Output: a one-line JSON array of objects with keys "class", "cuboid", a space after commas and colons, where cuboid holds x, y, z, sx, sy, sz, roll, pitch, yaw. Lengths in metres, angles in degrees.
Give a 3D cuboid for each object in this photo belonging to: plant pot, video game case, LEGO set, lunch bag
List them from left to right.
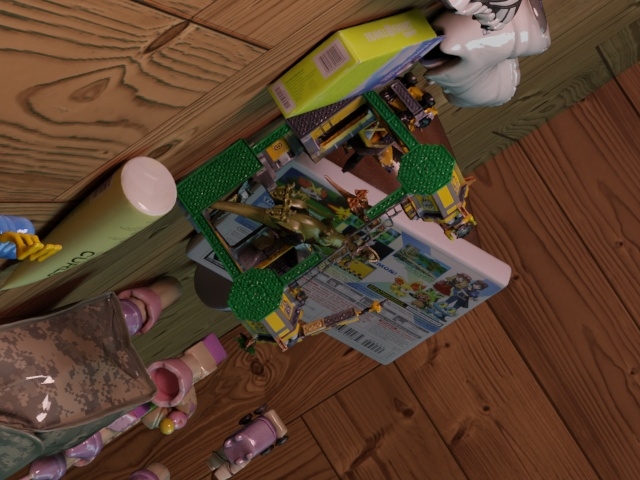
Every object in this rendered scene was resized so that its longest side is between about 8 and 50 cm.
[{"class": "lunch bag", "cuboid": [-0.380, 0.195, 1.998, 0.287, 0.169, 0.235, -17, 169, -43]}, {"class": "LEGO set", "cuboid": [0.014, -0.016, 1.824, 0.331, 0.255, 0.192, -43, 148, -6]}, {"class": "video game case", "cuboid": [0.030, 0.026, 2.154, 0.300, 0.329, 0.036, -39, -154, 51]}, {"class": "plant pot", "cuboid": [0.111, -0.046, 2.241, 0.215, 0.230, 0.215, -31, 174, -4]}]

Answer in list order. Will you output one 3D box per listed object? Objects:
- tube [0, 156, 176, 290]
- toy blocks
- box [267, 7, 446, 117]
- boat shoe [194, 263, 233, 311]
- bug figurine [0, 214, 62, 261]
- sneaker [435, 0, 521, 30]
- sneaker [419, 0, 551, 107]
[{"class": "tube", "cuboid": [-0.226, -0.007, 1.639, 0.070, 0.062, 0.240, 22, 146, -31]}, {"class": "toy blocks", "cuboid": [-0.269, 0.255, 2.345, 0.288, 0.309, 0.260, -36, 180, 26]}, {"class": "box", "cuboid": [0.039, -0.178, 1.665, 0.109, 0.042, 0.178, -35, 174, 35]}, {"class": "boat shoe", "cuboid": [0.002, 0.008, 2.452, 0.367, 0.136, 0.156, -31, 161, 17]}, {"class": "bug figurine", "cuboid": [-0.348, 0.038, 1.277, 0.279, 0.072, 0.216, -29, 169, 10]}, {"class": "sneaker", "cuboid": [0.172, -0.254, 1.562, 0.106, 0.078, 0.234, -32, 173, 18]}, {"class": "sneaker", "cuboid": [0.160, -0.214, 1.852, 0.129, 0.111, 0.297, -16, 168, -8]}]
